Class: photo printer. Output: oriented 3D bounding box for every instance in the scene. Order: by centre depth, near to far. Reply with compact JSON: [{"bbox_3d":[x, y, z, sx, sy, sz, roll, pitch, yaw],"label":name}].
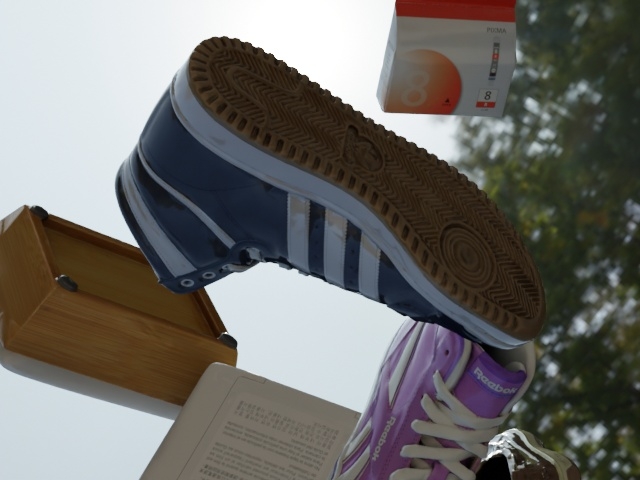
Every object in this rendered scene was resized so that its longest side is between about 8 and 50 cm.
[{"bbox_3d":[-0.076,0.297,1.424,0.256,0.107,0.308,17,-124,20],"label":"photo printer"}]

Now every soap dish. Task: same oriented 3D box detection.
[{"bbox_3d":[-0.243,0.083,1.590,0.290,0.118,0.229,23,-161,-33],"label":"soap dish"}]

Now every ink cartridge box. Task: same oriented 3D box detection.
[{"bbox_3d":[0.148,-0.221,1.506,0.145,0.179,0.045,1,-144,-16],"label":"ink cartridge box"}]

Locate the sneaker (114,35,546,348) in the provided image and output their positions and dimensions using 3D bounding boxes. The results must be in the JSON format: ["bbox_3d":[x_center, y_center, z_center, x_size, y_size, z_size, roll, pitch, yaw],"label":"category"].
[{"bbox_3d":[0.000,0.000,0.887,0.282,0.153,0.099,35,-137,-14],"label":"sneaker"}]

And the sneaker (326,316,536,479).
[{"bbox_3d":[0.079,0.151,0.992,0.102,0.161,0.282,21,-118,-14],"label":"sneaker"}]

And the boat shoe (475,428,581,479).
[{"bbox_3d":[0.219,0.274,1.636,0.095,0.257,0.095,0,-95,-12],"label":"boat shoe"}]
